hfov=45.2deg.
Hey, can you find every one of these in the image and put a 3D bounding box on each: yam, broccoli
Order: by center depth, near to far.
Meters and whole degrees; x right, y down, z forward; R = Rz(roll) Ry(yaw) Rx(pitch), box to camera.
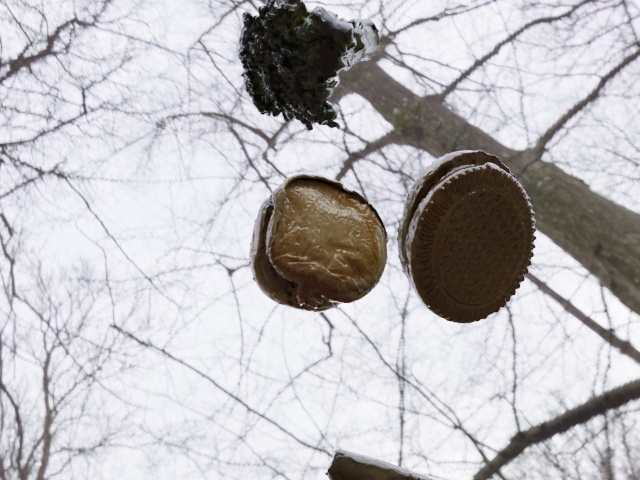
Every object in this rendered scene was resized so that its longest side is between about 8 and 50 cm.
[{"bbox_3d":[0.007,-0.257,1.036,0.304,0.145,0.165,-37,-30,-58],"label":"broccoli"},{"bbox_3d":[0.162,0.435,1.332,0.317,0.067,0.071,19,-86,-2],"label":"yam"}]

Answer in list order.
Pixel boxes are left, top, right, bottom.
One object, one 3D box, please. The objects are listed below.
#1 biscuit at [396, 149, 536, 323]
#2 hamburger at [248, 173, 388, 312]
[{"bbox_3d":[0.222,-0.005,1.155,0.259,0.079,0.259,-7,-75,-29],"label":"biscuit"},{"bbox_3d":[0.000,0.000,1.355,0.286,0.146,0.243,-32,-89,-37],"label":"hamburger"}]
